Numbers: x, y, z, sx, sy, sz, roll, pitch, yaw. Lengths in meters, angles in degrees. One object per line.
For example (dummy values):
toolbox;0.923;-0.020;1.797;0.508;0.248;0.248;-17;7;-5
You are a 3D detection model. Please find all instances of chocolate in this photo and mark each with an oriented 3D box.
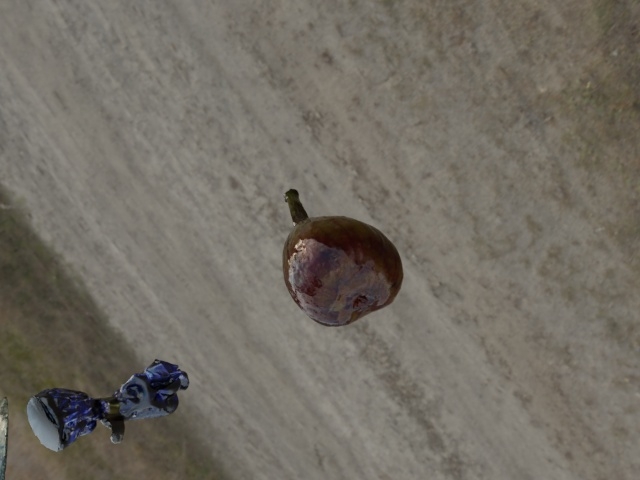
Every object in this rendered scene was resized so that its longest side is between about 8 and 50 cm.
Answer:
chocolate;-0.417;0.338;1.629;0.126;0.343;0.148;-28;75;43

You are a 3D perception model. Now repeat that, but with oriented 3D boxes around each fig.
fig;0.008;0.029;1.322;0.290;0.191;0.190;29;146;60

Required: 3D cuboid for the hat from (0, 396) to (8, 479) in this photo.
hat;-0.648;0.418;1.452;0.265;0.129;0.265;-176;90;-66
